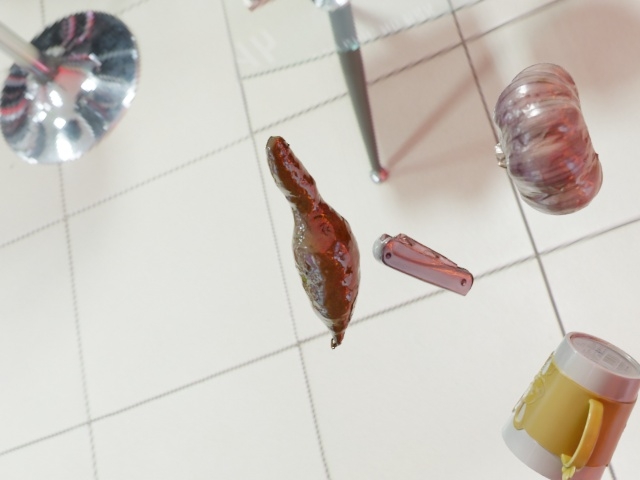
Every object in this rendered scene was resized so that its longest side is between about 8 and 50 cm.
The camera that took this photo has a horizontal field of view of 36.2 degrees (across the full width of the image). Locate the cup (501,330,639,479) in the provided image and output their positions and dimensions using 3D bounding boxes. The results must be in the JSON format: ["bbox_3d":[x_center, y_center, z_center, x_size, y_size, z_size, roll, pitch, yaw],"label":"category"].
[{"bbox_3d":[0.431,0.293,1.638,0.185,0.241,0.226,23,108,-1],"label":"cup"}]

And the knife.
[{"bbox_3d":[0.209,0.048,1.942,0.040,0.266,0.073,36,99,54],"label":"knife"}]

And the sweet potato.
[{"bbox_3d":[0.000,-0.003,1.045,0.075,0.269,0.074,-14,31,8],"label":"sweet potato"}]

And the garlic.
[{"bbox_3d":[0.232,-0.099,1.021,0.102,0.159,0.147,-19,20,15],"label":"garlic"}]
